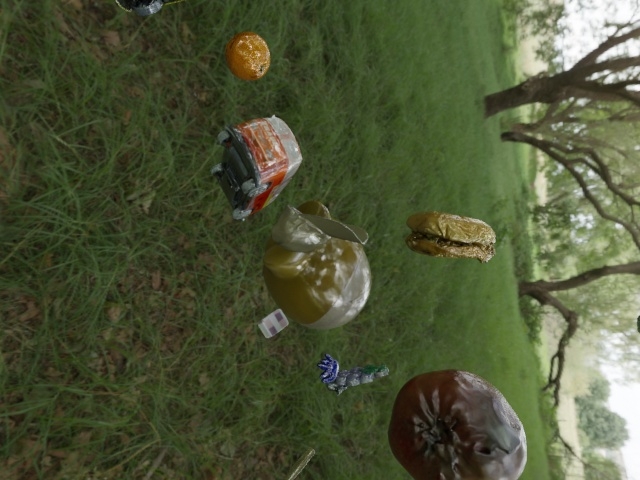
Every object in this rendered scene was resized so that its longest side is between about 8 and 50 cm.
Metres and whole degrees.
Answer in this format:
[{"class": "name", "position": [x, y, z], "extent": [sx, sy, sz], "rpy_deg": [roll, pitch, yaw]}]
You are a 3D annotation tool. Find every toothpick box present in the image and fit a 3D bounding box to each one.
[{"class": "toothpick box", "position": [-0.025, 0.105, 1.566], "extent": [0.425, 0.409, 0.408], "rpy_deg": [62, 32, -41]}]

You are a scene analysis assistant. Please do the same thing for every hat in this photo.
[{"class": "hat", "position": [0.000, 0.000, 0.906], "extent": [0.144, 0.173, 0.166], "rpy_deg": [-55, 156, 11]}]

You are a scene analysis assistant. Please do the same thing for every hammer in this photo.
[{"class": "hammer", "position": [-0.056, 0.462, 0.787], "extent": [0.199, 0.062, 0.013], "rpy_deg": [-8, 108, -65]}]

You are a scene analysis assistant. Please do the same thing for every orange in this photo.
[{"class": "orange", "position": [-0.130, -0.329, 0.726], "extent": [0.083, 0.084, 0.083], "rpy_deg": [29, 56, -57]}]

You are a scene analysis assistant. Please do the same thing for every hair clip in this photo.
[{"class": "hair clip", "position": [0.111, 0.403, 1.176], "extent": [0.124, 0.195, 0.052], "rpy_deg": [-177, -105, -73]}]

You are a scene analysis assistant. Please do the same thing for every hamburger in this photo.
[{"class": "hamburger", "position": [0.449, -0.016, 1.422], "extent": [0.319, 0.319, 0.158], "rpy_deg": [-1, 103, -63]}]

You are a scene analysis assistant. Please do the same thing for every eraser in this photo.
[{"class": "eraser", "position": [-0.154, 0.271, 1.328], "extent": [0.065, 0.026, 0.105], "rpy_deg": [60, 33, 1]}]

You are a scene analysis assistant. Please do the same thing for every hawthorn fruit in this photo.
[{"class": "hawthorn fruit", "position": [0.327, 0.464, 0.965], "extent": [0.325, 0.308, 0.308], "rpy_deg": [45, 42, -32]}]

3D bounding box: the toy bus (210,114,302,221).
[{"class": "toy bus", "position": [-0.078, -0.084, 0.483], "extent": [0.077, 0.174, 0.079], "rpy_deg": [-26, 88, -22]}]

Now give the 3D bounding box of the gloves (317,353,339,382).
[{"class": "gloves", "position": [0.018, 0.311, 0.972], "extent": [0.086, 0.026, 0.064], "rpy_deg": [51, 49, -48]}]

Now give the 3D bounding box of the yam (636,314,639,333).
[{"class": "yam", "position": [0.679, 0.151, 0.769], "extent": [0.054, 0.132, 0.054], "rpy_deg": [171, -90, -86]}]

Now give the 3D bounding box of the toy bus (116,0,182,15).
[{"class": "toy bus", "position": [-0.244, -0.550, 0.762], "extent": [0.145, 0.331, 0.151], "rpy_deg": [79, 0, -58]}]
